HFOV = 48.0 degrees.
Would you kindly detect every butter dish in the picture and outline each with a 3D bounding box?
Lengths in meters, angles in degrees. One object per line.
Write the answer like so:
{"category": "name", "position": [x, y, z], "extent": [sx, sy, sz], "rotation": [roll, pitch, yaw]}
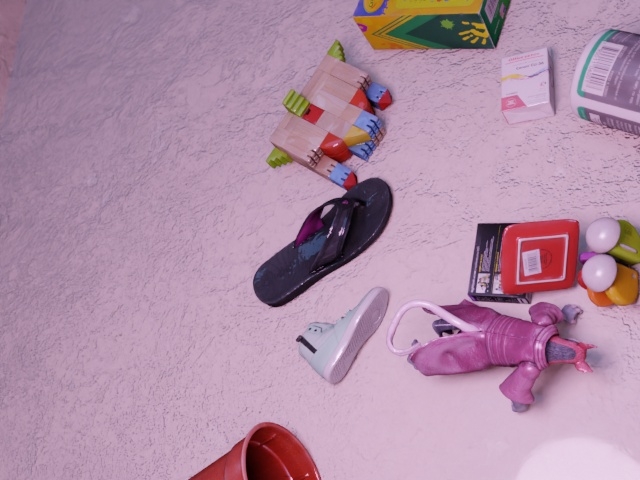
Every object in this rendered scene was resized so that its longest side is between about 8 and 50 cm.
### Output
{"category": "butter dish", "position": [0.443, 0.018, 1.505], "extent": [0.160, 0.160, 0.118], "rotation": [-6, 24, -3]}

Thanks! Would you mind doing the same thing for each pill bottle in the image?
{"category": "pill bottle", "position": [0.727, -0.304, 1.489], "extent": [0.361, 0.204, 0.204], "rotation": [28, 83, 37]}

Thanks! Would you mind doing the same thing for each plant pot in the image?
{"category": "plant pot", "position": [-0.173, 0.578, 1.568], "extent": [0.265, 0.272, 0.272], "rotation": [-33, 54, 22]}

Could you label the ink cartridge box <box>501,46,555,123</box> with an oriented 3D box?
{"category": "ink cartridge box", "position": [0.503, -0.392, 1.749], "extent": [0.115, 0.067, 0.198], "rotation": [-8, 63, 28]}

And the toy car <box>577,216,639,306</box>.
{"category": "toy car", "position": [0.585, 0.049, 1.455], "extent": [0.136, 0.159, 0.182], "rotation": [-28, 46, 62]}

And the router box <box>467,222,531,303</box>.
{"category": "router box", "position": [0.408, 0.048, 1.603], "extent": [0.133, 0.046, 0.178], "rotation": [1, 68, 31]}

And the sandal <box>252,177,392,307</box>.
{"category": "sandal", "position": [0.000, 0.002, 1.827], "extent": [0.446, 0.107, 0.167], "rotation": [-41, 53, 6]}

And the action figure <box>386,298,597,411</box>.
{"category": "action figure", "position": [0.366, 0.186, 1.436], "extent": [0.370, 0.276, 0.248], "rotation": [-1, 60, 45]}

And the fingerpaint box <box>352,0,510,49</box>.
{"category": "fingerpaint box", "position": [0.340, -0.745, 1.958], "extent": [0.371, 0.163, 0.444], "rotation": [9, 72, 33]}

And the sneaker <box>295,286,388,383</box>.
{"category": "sneaker", "position": [0.044, 0.196, 1.717], "extent": [0.151, 0.094, 0.256], "rotation": [30, 83, 40]}

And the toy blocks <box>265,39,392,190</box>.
{"category": "toy blocks", "position": [0.053, -0.315, 1.931], "extent": [0.261, 0.191, 0.381], "rotation": [31, 86, 26]}
